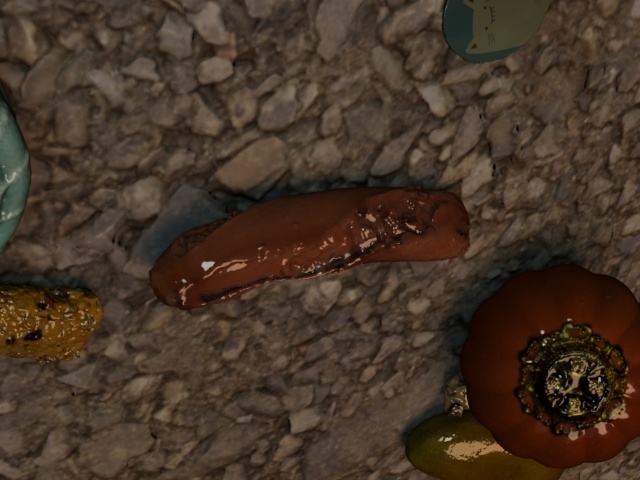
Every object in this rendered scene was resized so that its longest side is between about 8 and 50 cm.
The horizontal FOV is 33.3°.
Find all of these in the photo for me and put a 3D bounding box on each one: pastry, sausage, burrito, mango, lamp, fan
[{"bbox_3d":[-0.258,0.068,0.903,0.140,0.056,0.080,8,129,-43],"label":"pastry"},{"bbox_3d":[0.001,-0.002,0.979,0.326,0.079,0.087,-9,115,-25],"label":"sausage"},{"bbox_3d":[0.223,0.164,1.278,0.171,0.042,0.051,-12,125,-18],"label":"burrito"},{"bbox_3d":[0.211,0.257,1.314,0.227,0.099,0.136,12,126,-27],"label":"mango"},{"bbox_3d":[0.263,0.136,1.162,0.223,0.223,0.196,-41,179,6],"label":"lamp"},{"bbox_3d":[0.187,-0.219,0.958,0.175,0.005,0.113,-19,133,-14],"label":"fan"}]

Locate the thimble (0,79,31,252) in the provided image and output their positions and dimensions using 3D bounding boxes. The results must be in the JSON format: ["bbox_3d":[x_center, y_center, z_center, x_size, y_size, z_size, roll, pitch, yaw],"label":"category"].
[{"bbox_3d":[-0.313,-0.049,0.707,0.235,0.143,0.198,-39,135,3],"label":"thimble"}]
